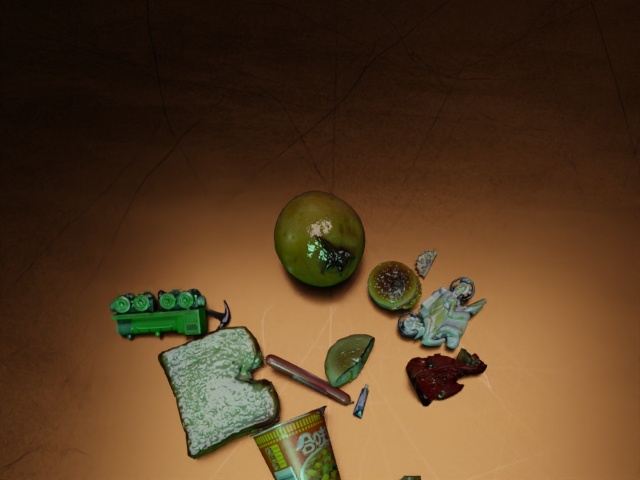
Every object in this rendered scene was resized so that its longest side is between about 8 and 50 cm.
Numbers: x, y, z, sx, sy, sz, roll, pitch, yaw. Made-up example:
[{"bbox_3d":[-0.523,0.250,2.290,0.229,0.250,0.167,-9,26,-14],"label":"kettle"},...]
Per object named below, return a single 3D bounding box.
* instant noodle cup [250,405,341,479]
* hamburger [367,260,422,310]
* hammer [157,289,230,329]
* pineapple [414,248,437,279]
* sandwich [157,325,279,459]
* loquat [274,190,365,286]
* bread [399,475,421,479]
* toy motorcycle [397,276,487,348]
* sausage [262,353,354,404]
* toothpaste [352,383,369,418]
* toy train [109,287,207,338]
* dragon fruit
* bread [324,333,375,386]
[{"bbox_3d":[-0.036,0.513,1.732,0.193,0.193,0.212,-22,78,-5],"label":"instant noodle cup"},{"bbox_3d":[0.188,0.116,1.905,0.126,0.081,0.141,-35,71,-10],"label":"hamburger"},{"bbox_3d":[-0.326,0.166,1.940,0.201,0.021,0.078,19,78,10],"label":"hammer"},{"bbox_3d":[0.270,0.055,1.957,0.045,0.019,0.083,30,77,9],"label":"pineapple"},{"bbox_3d":[-0.242,0.355,1.831,0.249,0.095,0.273,-21,70,-7],"label":"sandwich"},{"bbox_3d":[0.000,0.000,1.879,0.244,0.244,0.244,-1,70,2],"label":"loquat"},{"bbox_3d":[0.202,0.600,1.744,0.066,0.060,0.110,12,69,-25],"label":"bread"},{"bbox_3d":[0.312,0.194,1.878,0.229,0.074,0.151,-32,74,-10],"label":"toy motorcycle"},{"bbox_3d":[-0.028,0.339,1.833,0.253,0.034,0.034,28,73,-3],"label":"sausage"},{"bbox_3d":[0.102,0.393,1.843,0.027,0.019,0.083,25,72,-14],"label":"toothpaste"},{"bbox_3d":[-0.407,0.186,1.900,0.251,0.085,0.119,-6,93,9],"label":"toy train"},{"bbox_3d":[0.311,0.323,1.819,0.192,0.092,0.122,-10,70,-1],"label":"dragon fruit"},{"bbox_3d":[0.060,0.291,1.846,0.094,0.083,0.157,24,62,12],"label":"bread"}]
